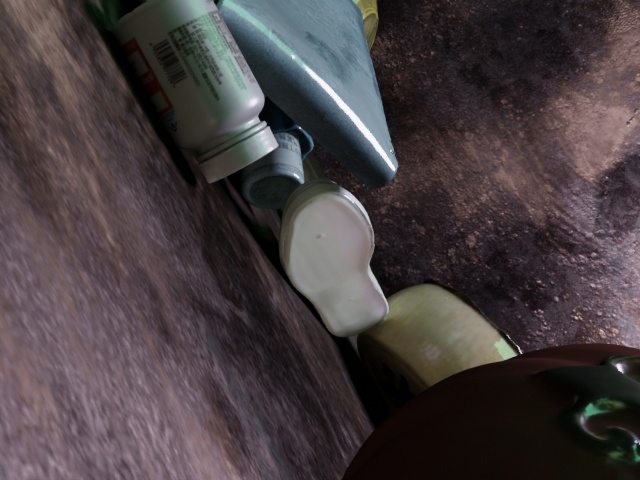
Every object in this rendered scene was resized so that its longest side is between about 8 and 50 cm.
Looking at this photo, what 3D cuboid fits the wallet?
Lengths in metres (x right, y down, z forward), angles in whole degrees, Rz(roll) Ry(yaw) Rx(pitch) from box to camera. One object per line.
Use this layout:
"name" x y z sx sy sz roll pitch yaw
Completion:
"wallet" -0.031 -0.205 1.092 0.251 0.054 0.290 40 25 -33

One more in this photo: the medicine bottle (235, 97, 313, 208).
"medicine bottle" -0.075 -0.147 1.205 0.079 0.124 0.258 52 22 -53

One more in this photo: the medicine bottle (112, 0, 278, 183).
"medicine bottle" -0.092 -0.118 0.891 0.140 0.079 0.079 61 4 -8

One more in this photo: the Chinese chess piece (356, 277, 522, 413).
"Chinese chess piece" 0.152 0.168 1.321 0.257 0.104 0.257 49 -15 17

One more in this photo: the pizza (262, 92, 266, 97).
"pizza" -0.131 -0.216 1.087 0.204 0.081 0.188 33 29 -40

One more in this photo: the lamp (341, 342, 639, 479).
"lamp" 0.135 0.175 0.455 0.303 0.257 0.303 21 27 -11

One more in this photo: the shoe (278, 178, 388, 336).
"shoe" 0.000 0.000 1.187 0.265 0.095 0.110 71 -5 -56

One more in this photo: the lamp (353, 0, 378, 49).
"lamp" -0.065 -0.311 1.587 0.284 0.250 0.250 22 -6 14
